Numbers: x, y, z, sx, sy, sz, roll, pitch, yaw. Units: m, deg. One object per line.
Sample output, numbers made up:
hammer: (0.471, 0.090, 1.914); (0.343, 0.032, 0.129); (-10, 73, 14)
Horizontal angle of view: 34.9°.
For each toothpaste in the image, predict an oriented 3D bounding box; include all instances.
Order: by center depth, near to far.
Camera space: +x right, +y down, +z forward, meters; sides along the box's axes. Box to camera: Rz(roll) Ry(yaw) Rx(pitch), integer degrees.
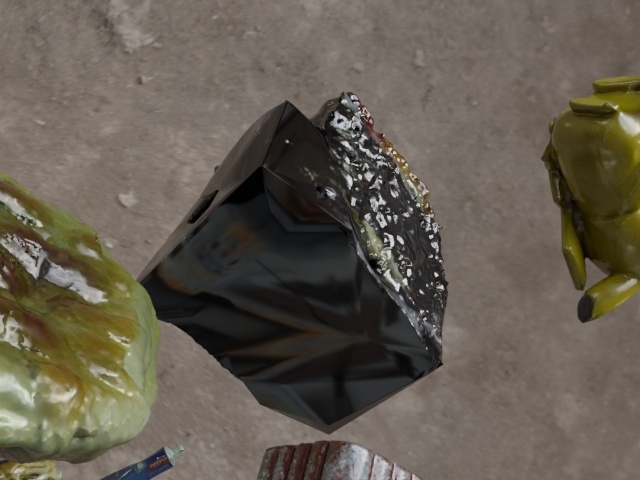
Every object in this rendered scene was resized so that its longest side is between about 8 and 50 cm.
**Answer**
toothpaste: (-0.148, 0.188, 0.824); (0.083, 0.027, 0.019); (-28, 130, -5)

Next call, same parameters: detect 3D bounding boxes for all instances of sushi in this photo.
sushi: (0.001, 0.000, 0.880); (0.227, 0.215, 0.212); (35, 43, -18)

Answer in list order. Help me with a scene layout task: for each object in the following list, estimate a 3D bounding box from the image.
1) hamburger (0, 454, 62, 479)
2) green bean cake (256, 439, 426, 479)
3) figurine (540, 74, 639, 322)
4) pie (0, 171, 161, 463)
hamburger: (-0.374, 0.299, 1.123); (0.206, 0.183, 0.130); (-19, 79, -1)
green bean cake: (0.029, 0.376, 1.506); (0.198, 0.233, 0.097); (37, 55, -32)
figurine: (0.408, -0.052, 1.392); (0.218, 0.169, 0.326); (-32, 104, -43)
pie: (-0.212, 0.016, 0.594); (0.306, 0.306, 0.071); (29, 111, -24)
